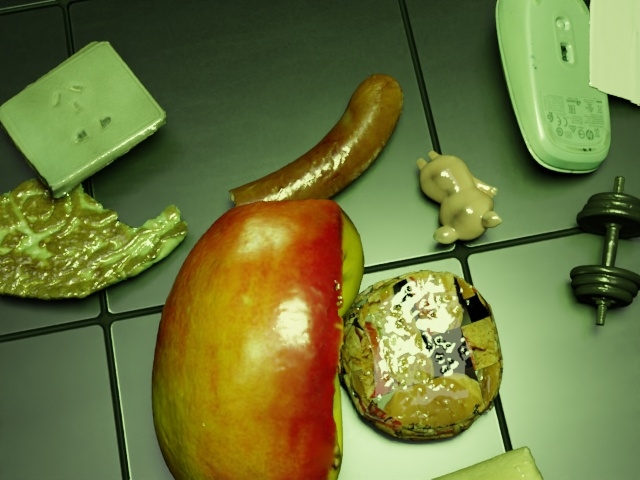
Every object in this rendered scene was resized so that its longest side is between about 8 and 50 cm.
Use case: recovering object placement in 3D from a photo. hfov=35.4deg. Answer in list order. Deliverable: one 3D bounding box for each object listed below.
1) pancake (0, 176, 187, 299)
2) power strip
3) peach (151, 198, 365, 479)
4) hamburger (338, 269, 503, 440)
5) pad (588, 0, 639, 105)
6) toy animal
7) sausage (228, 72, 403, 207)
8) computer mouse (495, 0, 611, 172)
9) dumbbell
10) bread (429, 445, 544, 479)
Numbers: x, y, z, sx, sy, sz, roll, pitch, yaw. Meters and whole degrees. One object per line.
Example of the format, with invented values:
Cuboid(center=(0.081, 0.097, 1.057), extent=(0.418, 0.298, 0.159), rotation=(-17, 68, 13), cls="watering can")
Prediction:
Cuboid(center=(-0.370, -0.008, 1.388), extent=(0.376, 0.054, 0.197), rotation=(3, 69, 1), cls="pancake")
Cuboid(center=(-0.334, -0.164, 1.423), extent=(0.198, 0.064, 0.213), rotation=(-35, 56, -8), cls="power strip")
Cuboid(center=(-0.080, 0.136, 1.216), extent=(0.242, 0.306, 0.381), rotation=(11, 79, -3), cls="peach")
Cuboid(center=(0.126, 0.148, 1.306), extent=(0.230, 0.107, 0.231), rotation=(1, 79, -4), cls="hamburger")
Cuboid(center=(0.448, -0.305, 1.446), extent=(0.156, 0.004, 0.232), rotation=(15, 72, -26), cls="pad")
Cuboid(center=(0.183, -0.059, 1.376), extent=(0.089, 0.083, 0.150), rotation=(-5, 55, -45), cls="toy animal")
Cuboid(center=(0.008, -0.115, 1.398), extent=(0.302, 0.076, 0.103), rotation=(-40, 77, -10), cls="sausage")
Cuboid(center=(0.317, -0.230, 1.412), extent=(0.159, 0.097, 0.289), rotation=(1, 79, -33), cls="computer mouse")
Cuboid(center=(0.388, 0.012, 1.342), extent=(0.099, 0.099, 0.209), rotation=(11, 75, 4), cls="dumbbell")
Cuboid(center=(0.218, 0.343, 1.228), extent=(0.141, 0.134, 0.148), rotation=(-19, 85, -4), cls="bread")
